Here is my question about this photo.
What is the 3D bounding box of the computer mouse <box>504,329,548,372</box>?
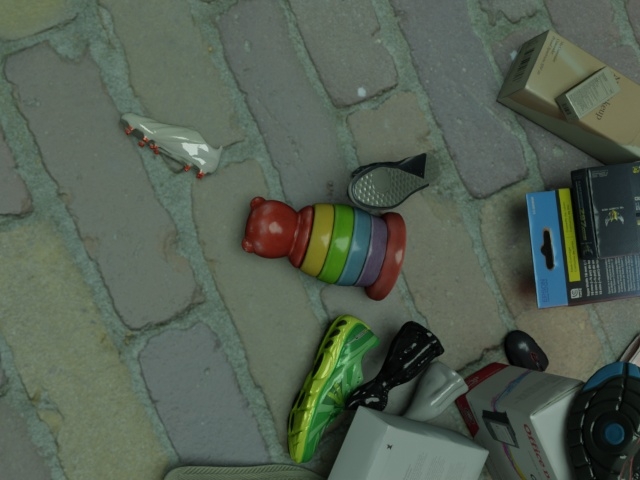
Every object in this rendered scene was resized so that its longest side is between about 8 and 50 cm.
[{"bbox_3d":[0.470,0.286,1.589,0.071,0.041,0.242,-43,99,-13],"label":"computer mouse"}]

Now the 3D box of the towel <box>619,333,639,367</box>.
[{"bbox_3d":[0.725,0.421,1.646,0.332,0.053,0.317,44,79,-9],"label":"towel"}]

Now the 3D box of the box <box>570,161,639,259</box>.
[{"bbox_3d":[0.625,-0.064,1.524,0.232,0.059,0.184,-6,90,-15],"label":"box"}]

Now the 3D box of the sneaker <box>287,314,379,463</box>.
[{"bbox_3d":[0.028,0.290,1.436,0.123,0.109,0.296,27,83,-11],"label":"sneaker"}]

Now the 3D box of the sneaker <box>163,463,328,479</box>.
[{"bbox_3d":[-0.126,0.504,1.391,0.349,0.131,0.148,9,102,-17],"label":"sneaker"}]

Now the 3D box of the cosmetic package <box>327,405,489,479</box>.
[{"bbox_3d":[0.121,0.515,1.386,0.284,0.097,0.378,24,89,-39],"label":"cosmetic package"}]

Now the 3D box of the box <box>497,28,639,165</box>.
[{"bbox_3d":[0.548,-0.291,1.589,0.311,0.121,0.148,25,82,-13],"label":"box"}]

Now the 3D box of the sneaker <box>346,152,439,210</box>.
[{"bbox_3d":[0.096,-0.100,1.430,0.226,0.163,0.086,-20,97,-41],"label":"sneaker"}]

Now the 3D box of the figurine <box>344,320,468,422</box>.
[{"bbox_3d":[0.161,0.296,1.450,0.209,0.092,0.215,-44,127,-13],"label":"figurine"}]

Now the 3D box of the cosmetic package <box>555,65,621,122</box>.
[{"bbox_3d":[0.528,-0.288,1.498,0.115,0.041,0.060,-32,96,-13],"label":"cosmetic package"}]

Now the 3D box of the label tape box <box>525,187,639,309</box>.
[{"bbox_3d":[0.563,0.008,1.590,0.333,0.106,0.241,-5,88,-15],"label":"label tape box"}]

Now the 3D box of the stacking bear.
[{"bbox_3d":[0.000,0.000,1.421,0.288,0.164,0.176,12,85,-10],"label":"stacking bear"}]

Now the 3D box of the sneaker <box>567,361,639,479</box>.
[{"bbox_3d":[0.485,0.372,1.253,0.139,0.125,0.341,20,79,-41],"label":"sneaker"}]

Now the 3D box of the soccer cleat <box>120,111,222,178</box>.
[{"bbox_3d":[-0.273,-0.189,1.400,0.196,0.068,0.076,30,76,-19],"label":"soccer cleat"}]

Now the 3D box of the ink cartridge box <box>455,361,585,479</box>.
[{"bbox_3d":[0.403,0.368,1.431,0.131,0.306,0.226,-27,94,-14],"label":"ink cartridge box"}]
